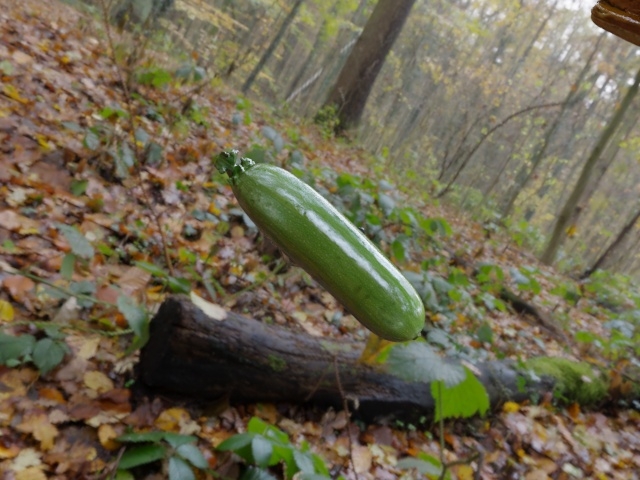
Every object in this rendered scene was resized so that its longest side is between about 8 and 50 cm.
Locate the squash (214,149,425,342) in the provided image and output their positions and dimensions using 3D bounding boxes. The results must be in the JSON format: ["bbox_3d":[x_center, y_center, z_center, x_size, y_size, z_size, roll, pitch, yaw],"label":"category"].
[{"bbox_3d":[0.000,0.000,0.835,0.378,0.101,0.101,42,11,8],"label":"squash"}]

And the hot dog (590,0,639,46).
[{"bbox_3d":[0.938,-0.609,1.693,0.337,0.135,0.100,32,5,17],"label":"hot dog"}]

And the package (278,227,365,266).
[{"bbox_3d":[0.003,0.013,1.049,0.171,0.027,0.173,8,-29,15],"label":"package"}]
